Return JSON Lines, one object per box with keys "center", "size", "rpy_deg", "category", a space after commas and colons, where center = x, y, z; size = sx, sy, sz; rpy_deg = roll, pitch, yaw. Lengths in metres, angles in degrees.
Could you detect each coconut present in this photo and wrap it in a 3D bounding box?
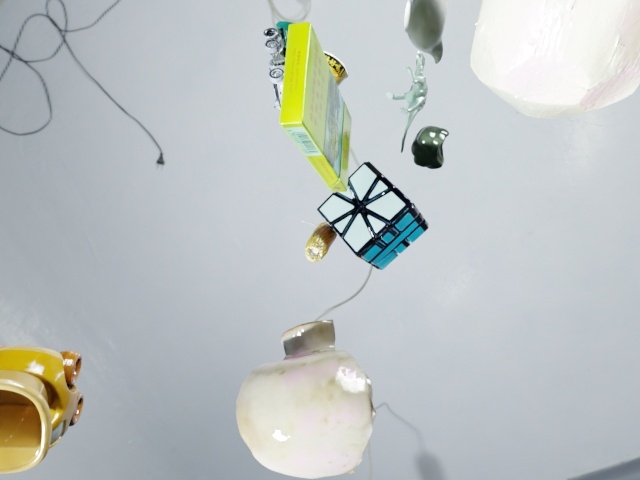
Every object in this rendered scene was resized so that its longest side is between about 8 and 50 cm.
{"center": [0.309, -0.269, 0.519], "size": [0.227, 0.227, 0.231], "rpy_deg": [11, 129, 10], "category": "coconut"}

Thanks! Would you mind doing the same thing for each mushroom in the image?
{"center": [-0.029, 0.238, 0.615], "size": [0.173, 0.162, 0.236], "rpy_deg": [3, 61, -22], "category": "mushroom"}

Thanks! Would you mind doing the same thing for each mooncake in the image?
{"center": [0.452, -0.372, 1.633], "size": [0.168, 0.104, 0.175], "rpy_deg": [-19, 122, 36], "category": "mooncake"}

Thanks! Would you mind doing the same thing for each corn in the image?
{"center": [0.000, 0.000, 1.618], "size": [0.106, 0.293, 0.106], "rpy_deg": [4, 109, 12], "category": "corn"}

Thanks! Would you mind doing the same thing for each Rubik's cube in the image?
{"center": [0.213, -0.088, 1.587], "size": [0.288, 0.283, 0.293], "rpy_deg": [-42, 63, 9], "category": "Rubik's cube"}

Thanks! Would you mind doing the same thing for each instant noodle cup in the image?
{"center": [0.015, -0.621, 1.529], "size": [0.151, 0.151, 0.122], "rpy_deg": [29, 84, 5], "category": "instant noodle cup"}

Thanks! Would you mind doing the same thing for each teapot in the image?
{"center": [0.242, -0.521, 0.911], "size": [0.092, 0.145, 0.226], "rpy_deg": [-2, 131, -1], "category": "teapot"}

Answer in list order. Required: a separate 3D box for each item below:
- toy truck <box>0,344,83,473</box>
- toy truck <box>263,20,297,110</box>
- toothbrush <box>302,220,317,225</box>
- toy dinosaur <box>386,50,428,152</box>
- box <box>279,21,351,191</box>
{"center": [-0.655, 0.355, 0.877], "size": [0.204, 0.212, 0.288], "rpy_deg": [10, 111, -14], "category": "toy truck"}
{"center": [-0.077, -0.448, 1.020], "size": [0.124, 0.114, 0.253], "rpy_deg": [-11, 60, -1], "category": "toy truck"}
{"center": [-0.049, -0.077, 1.792], "size": [0.097, 0.008, 0.006], "rpy_deg": [18, 100, 44], "category": "toothbrush"}
{"center": [0.360, -0.546, 1.625], "size": [0.092, 0.205, 0.393], "rpy_deg": [17, 124, 42], "category": "toy dinosaur"}
{"center": [0.005, -0.237, 0.804], "size": [0.047, 0.335, 0.187], "rpy_deg": [0, 78, 16], "category": "box"}
